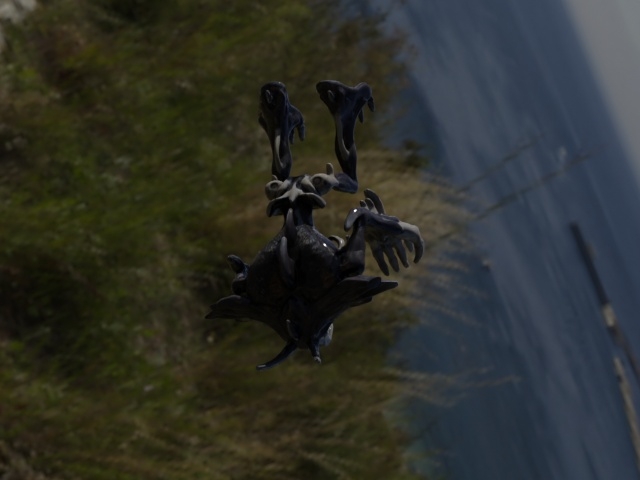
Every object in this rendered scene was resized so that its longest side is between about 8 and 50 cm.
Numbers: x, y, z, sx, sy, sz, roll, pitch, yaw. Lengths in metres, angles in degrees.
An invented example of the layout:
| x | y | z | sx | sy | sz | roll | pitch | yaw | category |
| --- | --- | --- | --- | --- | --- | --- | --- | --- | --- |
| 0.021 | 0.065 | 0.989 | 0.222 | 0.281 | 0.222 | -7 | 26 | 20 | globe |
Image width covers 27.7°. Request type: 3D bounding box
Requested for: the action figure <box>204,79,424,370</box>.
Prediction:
| x | y | z | sx | sy | sz | roll | pitch | yaw | category |
| --- | --- | --- | --- | --- | --- | --- | --- | --- | --- |
| 0.000 | 0.000 | 1.070 | 0.141 | 0.164 | 0.276 | 47 | 38 | -49 | action figure |
